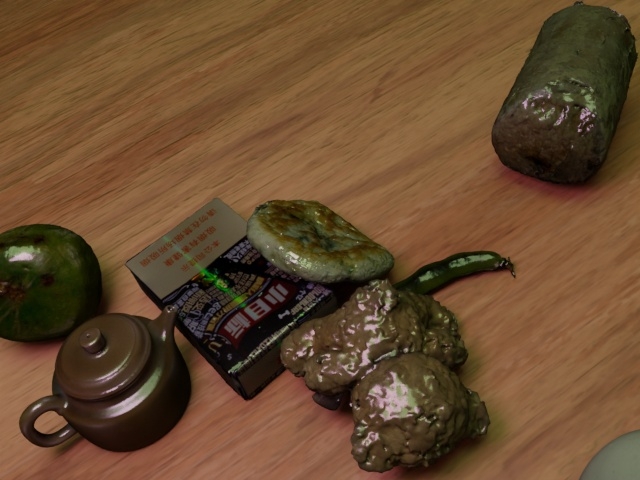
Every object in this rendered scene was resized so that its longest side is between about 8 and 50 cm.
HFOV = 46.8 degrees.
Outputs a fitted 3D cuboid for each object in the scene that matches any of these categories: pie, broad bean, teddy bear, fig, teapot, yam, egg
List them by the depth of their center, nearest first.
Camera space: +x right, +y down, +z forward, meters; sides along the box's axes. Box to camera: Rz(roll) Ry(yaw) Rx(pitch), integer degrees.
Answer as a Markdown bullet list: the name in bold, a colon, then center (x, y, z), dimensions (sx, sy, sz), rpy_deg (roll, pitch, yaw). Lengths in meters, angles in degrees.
- **egg**: center (0.361, 0.299, 0.822), dimensions (0.149, 0.149, 0.192), rpy_deg (19, 56, 26)
- **teddy bear**: center (0.100, 0.180, 0.983), dimensions (0.267, 0.156, 0.256), rpy_deg (-14, 58, -13)
- **teapot**: center (-0.306, 0.192, 1.057), dimensions (0.267, 0.175, 0.185), rpy_deg (-37, 50, -18)
- **broad bean**: center (0.188, 0.059, 1.142), dimensions (0.226, 0.039, 0.069), rpy_deg (-18, 54, -3)
- **pie**: center (0.000, 0.000, 1.158), dimensions (0.240, 0.054, 0.240), rpy_deg (13, 23, -6)
- **fig**: center (-0.451, 0.045, 1.214), dimensions (0.203, 0.203, 0.235), rpy_deg (-14, 28, 1)
- **yam**: center (0.415, -0.243, 1.243), dimensions (0.195, 0.195, 0.300), rpy_deg (15, 55, 24)

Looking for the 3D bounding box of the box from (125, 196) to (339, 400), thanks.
- **box**: center (-0.143, 0.081, 1.171), dimensions (0.198, 0.084, 0.310), rpy_deg (-38, 52, -20)
